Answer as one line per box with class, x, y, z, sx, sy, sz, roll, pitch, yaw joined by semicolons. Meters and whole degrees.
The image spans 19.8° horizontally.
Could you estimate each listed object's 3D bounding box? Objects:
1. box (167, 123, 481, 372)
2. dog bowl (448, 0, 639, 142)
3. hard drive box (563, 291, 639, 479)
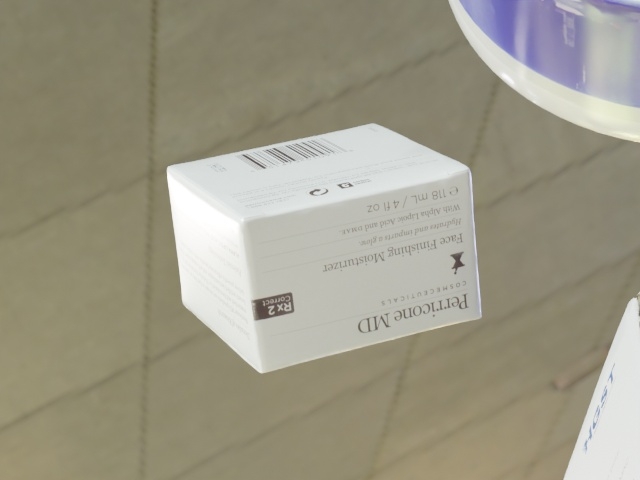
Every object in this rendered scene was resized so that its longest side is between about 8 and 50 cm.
box;0.000;0.000;1.371;0.181;0.182;0.119;-13;109;-19
dog bowl;0.186;-0.181;0.896;0.265;0.265;0.104;-28;147;-9
hard drive box;0.109;0.147;0.521;0.232;0.089;0.181;-78;-177;-66
